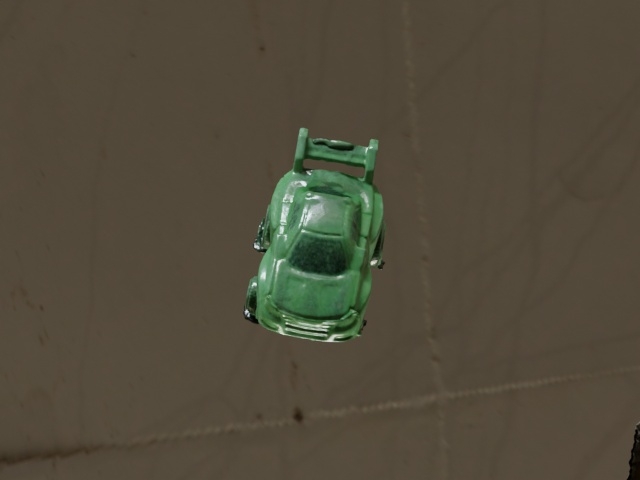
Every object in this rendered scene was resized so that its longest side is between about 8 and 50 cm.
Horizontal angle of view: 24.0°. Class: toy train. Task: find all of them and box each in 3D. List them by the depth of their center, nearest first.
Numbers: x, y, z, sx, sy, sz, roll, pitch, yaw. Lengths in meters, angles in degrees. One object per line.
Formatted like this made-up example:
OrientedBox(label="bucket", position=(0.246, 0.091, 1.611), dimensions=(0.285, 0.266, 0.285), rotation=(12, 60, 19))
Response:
OrientedBox(label="toy train", position=(0.000, 0.000, 1.073), dimensions=(0.099, 0.149, 0.081), rotation=(10, -45, 1))

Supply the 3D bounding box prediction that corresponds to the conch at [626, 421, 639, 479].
OrientedBox(label="conch", position=(0.356, 0.217, 1.288), dimensions=(0.178, 0.163, 0.245), rotation=(-32, -82, -9))
